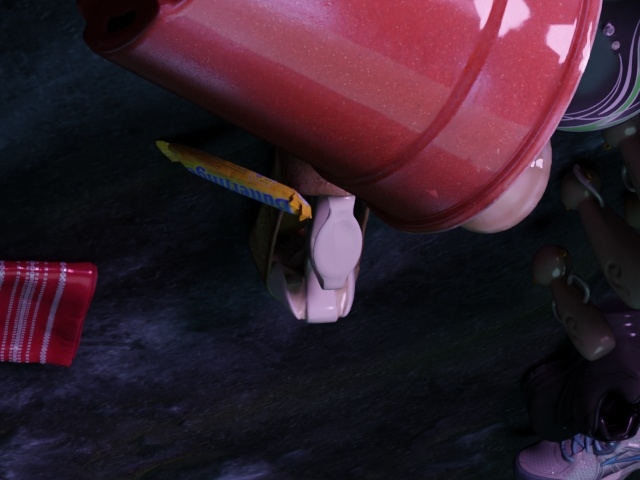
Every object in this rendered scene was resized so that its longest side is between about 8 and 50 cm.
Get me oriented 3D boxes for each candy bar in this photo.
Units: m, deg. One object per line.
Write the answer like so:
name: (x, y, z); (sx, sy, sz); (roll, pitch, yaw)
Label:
candy bar: (-0.074, -0.054, 1.464); (0.161, 0.018, 0.040); (24, 164, 30)

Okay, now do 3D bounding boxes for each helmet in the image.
helmet: (0.197, -0.160, 1.293); (0.169, 0.169, 0.161); (4, 132, -24)

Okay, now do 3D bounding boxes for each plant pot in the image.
plant pot: (-0.001, -0.173, 1.129); (0.265, 0.272, 0.272); (21, 140, -31)

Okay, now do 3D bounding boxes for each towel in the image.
towel: (-0.369, 0.075, 1.687); (0.275, 0.031, 0.199); (1, 149, -18)

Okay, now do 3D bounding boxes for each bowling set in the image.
bowling set: (0.334, -0.023, 1.648); (0.200, 0.154, 0.287); (-17, 156, -29)

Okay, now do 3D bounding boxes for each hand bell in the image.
hand bell: (0.075, -0.080, 1.393); (0.126, 0.126, 0.242); (-30, 157, 32)

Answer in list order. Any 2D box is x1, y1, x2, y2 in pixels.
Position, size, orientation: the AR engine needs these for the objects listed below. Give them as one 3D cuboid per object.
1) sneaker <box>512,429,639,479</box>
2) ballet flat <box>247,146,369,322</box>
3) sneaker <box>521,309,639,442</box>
sneaker: (0.383, 0.248, 2.199); (0.283, 0.110, 0.122); (-15, 134, 4)
ballet flat: (0.000, 0.000, 1.565); (0.116, 0.124, 0.342); (-5, 152, -11)
sneaker: (0.322, 0.191, 2.017); (0.109, 0.130, 0.286); (-4, 153, -15)
